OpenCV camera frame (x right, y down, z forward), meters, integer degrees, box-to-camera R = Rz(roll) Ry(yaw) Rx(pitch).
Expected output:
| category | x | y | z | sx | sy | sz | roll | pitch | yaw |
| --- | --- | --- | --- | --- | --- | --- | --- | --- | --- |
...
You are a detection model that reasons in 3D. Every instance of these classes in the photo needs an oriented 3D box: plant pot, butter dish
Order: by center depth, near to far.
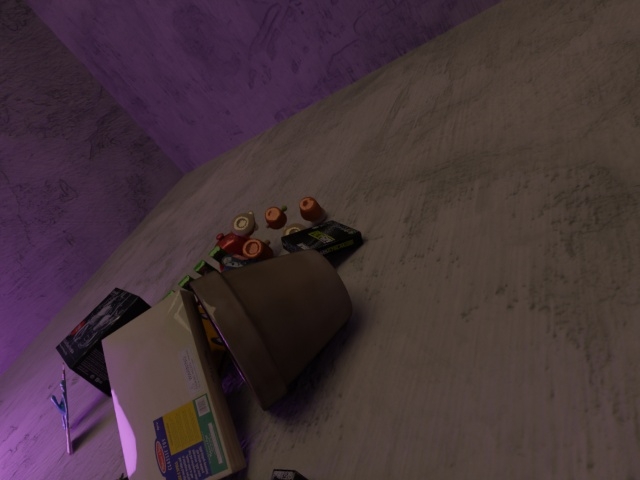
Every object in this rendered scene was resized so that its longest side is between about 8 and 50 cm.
| category | x | y | z | sx | sy | sz | roll | pitch | yaw |
| --- | --- | --- | --- | --- | --- | --- | --- | --- | --- |
| plant pot | -0.094 | 0.166 | 0.986 | 0.281 | 0.323 | 0.323 | -30 | 23 | -20 |
| butter dish | -0.361 | 0.020 | 1.700 | 0.160 | 0.118 | 0.160 | -38 | 27 | 1 |

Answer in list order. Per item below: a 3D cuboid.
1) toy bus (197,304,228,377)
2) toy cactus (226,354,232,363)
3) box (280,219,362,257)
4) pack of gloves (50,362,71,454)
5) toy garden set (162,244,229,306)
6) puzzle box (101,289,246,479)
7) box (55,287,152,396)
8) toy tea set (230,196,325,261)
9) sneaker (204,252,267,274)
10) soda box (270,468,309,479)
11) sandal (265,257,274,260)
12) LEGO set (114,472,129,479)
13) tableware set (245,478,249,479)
| category | x | y | z | sx | sy | sz | roll | pitch | yaw |
| --- | --- | --- | --- | --- | --- | --- | --- | --- | --- |
| toy bus | -0.362 | 0.277 | 1.221 | 0.333 | 0.130 | 0.108 | 27 | 99 | 60 |
| toy cactus | -0.210 | 0.251 | 1.193 | 0.219 | 0.112 | 0.180 | 24 | 75 | 51 |
| box | 0.000 | 0.000 | 1.285 | 0.184 | 0.045 | 0.191 | -17 | 20 | -20 |
| pack of gloves | -0.838 | 0.540 | 1.397 | 0.046 | 0.231 | 0.195 | -4 | 9 | -32 |
| toy garden set | -0.376 | 0.153 | 1.468 | 0.244 | 0.203 | 0.049 | -46 | 63 | -7 |
| puzzle box | -0.344 | 0.352 | 0.970 | 0.272 | 0.052 | 0.408 | -31 | 66 | 16 |
| box | -0.778 | 0.360 | 1.627 | 0.343 | 0.179 | 0.312 | 1 | 45 | 51 |
| toy tea set | -0.136 | -0.023 | 1.502 | 0.336 | 0.124 | 0.199 | -17 | 64 | 4 |
| sneaker | -0.210 | 0.090 | 1.317 | 0.350 | 0.148 | 0.131 | -24 | -6 | 17 |
| soda box | -0.068 | 0.468 | 0.702 | 0.053 | 0.060 | 0.168 | -20 | 33 | 35 |
| sandal | -0.124 | 0.084 | 1.404 | 0.179 | 0.040 | 0.067 | -14 | 38 | 14 |
| LEGO set | -0.483 | 0.593 | 1.078 | 0.054 | 0.023 | 0.083 | -9 | 26 | 41 |
| tableware set | -0.200 | 0.529 | 0.818 | 0.169 | 0.020 | 0.141 | -30 | 26 | 19 |
